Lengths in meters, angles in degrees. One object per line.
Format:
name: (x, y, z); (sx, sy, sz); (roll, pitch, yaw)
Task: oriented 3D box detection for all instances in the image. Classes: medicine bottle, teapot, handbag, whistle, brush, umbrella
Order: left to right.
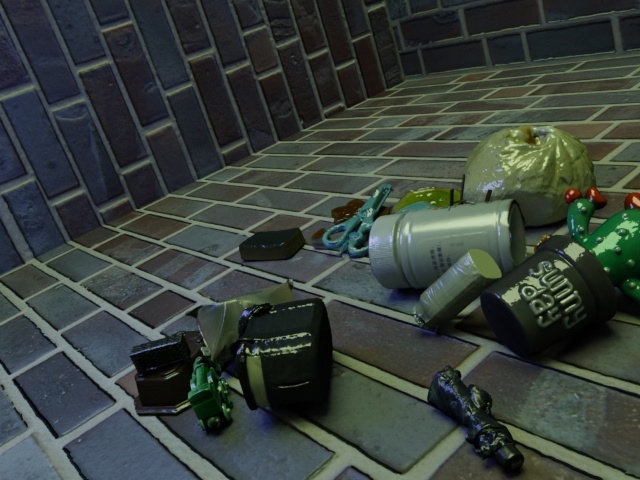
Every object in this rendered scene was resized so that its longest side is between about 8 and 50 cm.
handbag: (-0.158, 0.196, 1.456); (0.271, 0.117, 0.182); (-15, 55, -19)
brush: (-0.158, 0.012, 2.027); (0.197, 0.059, 0.123); (-4, 24, 32)
handbag: (-0.073, 0.229, 1.270); (0.182, 0.181, 0.254); (-8, 22, 7)
medicine bottle: (0.296, 0.015, 1.470); (0.332, 0.189, 0.190); (-6, 24, 28)
teapot: (0.283, 0.106, 1.302); (0.107, 0.077, 0.200); (3, -40, -40)
umbrella: (0.256, 0.288, 1.016); (0.071, 0.080, 0.224); (12, 15, -22)
whistle: (0.551, 0.016, 1.492); (0.046, 0.057, 0.109); (23, 1, -17)

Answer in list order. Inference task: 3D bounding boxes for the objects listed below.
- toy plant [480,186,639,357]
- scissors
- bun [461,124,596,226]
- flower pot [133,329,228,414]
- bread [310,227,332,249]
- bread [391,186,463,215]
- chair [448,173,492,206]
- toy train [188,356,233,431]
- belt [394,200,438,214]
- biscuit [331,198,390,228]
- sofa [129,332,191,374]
toy plant: (0.511, 0.063, 1.182); (0.400, 0.185, 0.279); (-30, 37, -9)
scissors: (0.142, -0.073, 1.937); (0.180, 0.032, 0.393); (9, 39, 26)
bun: (0.550, -0.192, 1.703); (0.349, 0.227, 0.352); (-14, 26, -2)
flower pot: (-0.325, 0.288, 1.452); (0.179, 0.084, 0.251); (-8, 24, 25)
bread: (0.000, 0.000, 1.950); (0.062, 0.043, 0.109); (-19, 22, -8)
bread: (0.317, -0.088, 1.852); (0.236, 0.070, 0.236); (-12, 23, 5)
chair: (0.362, -0.043, 1.583); (0.095, 0.221, 0.104); (22, 37, 24)
toy train: (-0.231, 0.311, 1.294); (0.071, 0.104, 0.178); (-24, 21, -3)
belt: (0.262, -0.025, 1.671); (0.163, 0.148, 0.082); (-47, 25, 4)
biscuit: (0.132, -0.083, 2.054); (0.180, 0.039, 0.236); (-24, 22, -20)
sofa: (-0.347, 0.247, 1.372); (0.118, 0.060, 0.039); (-16, 27, 3)
